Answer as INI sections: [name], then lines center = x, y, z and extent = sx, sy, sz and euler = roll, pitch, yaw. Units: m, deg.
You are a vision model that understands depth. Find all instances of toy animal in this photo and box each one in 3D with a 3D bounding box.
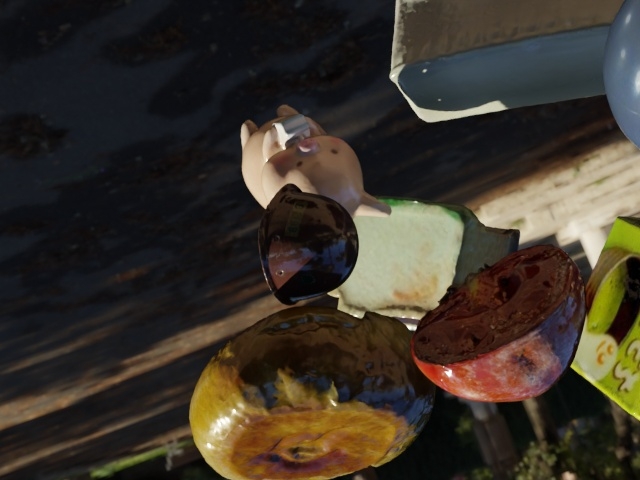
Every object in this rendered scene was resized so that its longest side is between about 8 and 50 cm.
[toy animal]
center = -0.023, -0.117, 1.592
extent = 0.195, 0.213, 0.256
euler = -21, -162, -12

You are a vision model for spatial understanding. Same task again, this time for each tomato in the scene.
[tomato]
center = 0.162, 0.084, 0.792
extent = 0.159, 0.091, 0.139
euler = -31, -160, 2

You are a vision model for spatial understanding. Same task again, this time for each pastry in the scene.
[pastry]
center = -0.009, 0.220, 1.266
extent = 0.356, 0.164, 0.356
euler = -8, 146, -5

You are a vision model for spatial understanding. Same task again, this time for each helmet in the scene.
[helmet]
center = 0.000, 0.000, 1.247
extent = 0.106, 0.175, 0.155
euler = -6, 133, 23

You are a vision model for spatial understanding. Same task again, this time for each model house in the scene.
[model house]
center = 0.215, 0.053, 1.748
extent = 0.312, 0.245, 0.280
euler = 7, 179, 43

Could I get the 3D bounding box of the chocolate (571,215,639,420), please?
[chocolate]
center = 0.527, 0.126, 1.443
extent = 0.137, 0.301, 0.289
euler = 17, -170, -18

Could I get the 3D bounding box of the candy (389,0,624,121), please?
[candy]
center = 0.279, -0.299, 1.302
extent = 0.359, 0.208, 0.145
euler = -7, 146, 28

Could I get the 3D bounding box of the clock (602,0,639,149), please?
[clock]
center = 0.300, -0.106, 0.566
extent = 0.199, 0.243, 0.146
euler = -54, 146, -30
